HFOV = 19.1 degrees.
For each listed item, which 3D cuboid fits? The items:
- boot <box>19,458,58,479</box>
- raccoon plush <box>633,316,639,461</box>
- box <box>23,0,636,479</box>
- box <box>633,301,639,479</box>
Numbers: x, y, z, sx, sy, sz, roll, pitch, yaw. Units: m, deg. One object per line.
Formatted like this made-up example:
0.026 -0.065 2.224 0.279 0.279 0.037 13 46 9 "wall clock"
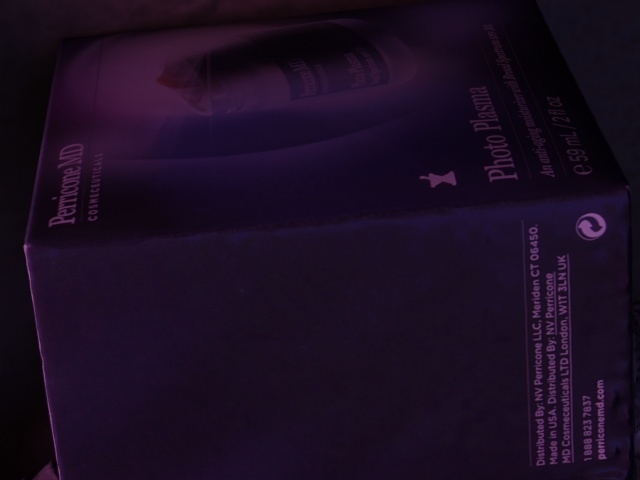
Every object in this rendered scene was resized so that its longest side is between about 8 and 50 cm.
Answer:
-0.189 0.166 1.125 0.338 0.118 0.222 34 113 -18 "boot"
0.049 0.182 1.309 0.299 0.216 0.446 -5 144 -37 "raccoon plush"
0.000 0.000 1.046 0.294 0.296 0.182 -7 116 -1 "box"
0.303 0.206 1.303 0.058 0.322 0.232 -17 118 -18 "box"
